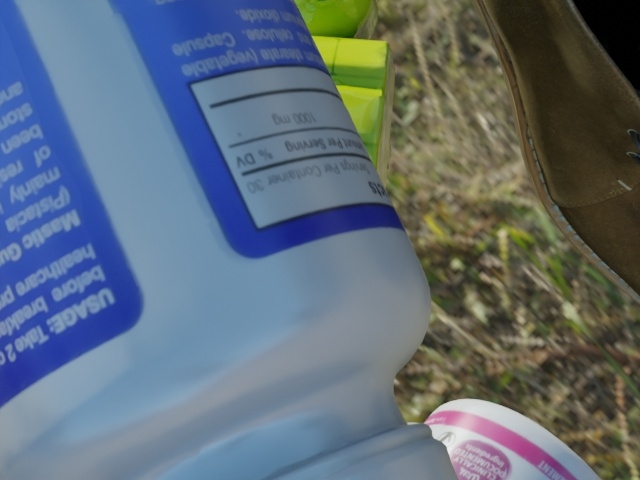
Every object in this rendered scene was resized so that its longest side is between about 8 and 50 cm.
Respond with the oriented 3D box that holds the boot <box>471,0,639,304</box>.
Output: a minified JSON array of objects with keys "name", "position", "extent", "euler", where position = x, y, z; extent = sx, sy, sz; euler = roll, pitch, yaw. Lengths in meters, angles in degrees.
[{"name":"boot","position":[0.145,-0.051,0.811],"extent":[0.112,0.305,0.115],"euler":[-33,28,3]}]

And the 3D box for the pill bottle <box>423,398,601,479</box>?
[{"name":"pill bottle","position":[0.066,0.259,1.251],"extent":[0.160,0.160,0.283],"euler":[24,61,31]}]

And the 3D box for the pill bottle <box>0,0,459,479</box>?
[{"name":"pill bottle","position":[-0.057,-0.005,0.600],"extent":[0.152,0.152,0.272],"euler":[-28,79,13]}]

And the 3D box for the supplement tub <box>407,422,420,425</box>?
[{"name":"supplement tub","position":[-0.003,0.312,1.512],"extent":[0.325,0.235,0.235],"euler":[-37,58,29]}]

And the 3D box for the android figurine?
[{"name":"android figurine","position":[0.000,0.000,0.801],"extent":[0.056,0.273,0.248],"euler":[5,94,5]}]
